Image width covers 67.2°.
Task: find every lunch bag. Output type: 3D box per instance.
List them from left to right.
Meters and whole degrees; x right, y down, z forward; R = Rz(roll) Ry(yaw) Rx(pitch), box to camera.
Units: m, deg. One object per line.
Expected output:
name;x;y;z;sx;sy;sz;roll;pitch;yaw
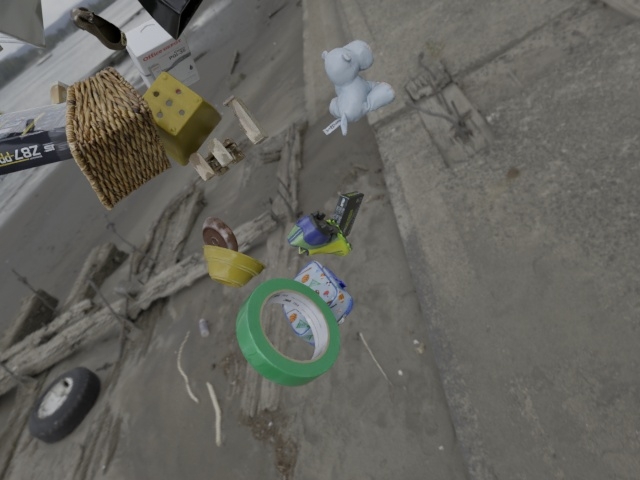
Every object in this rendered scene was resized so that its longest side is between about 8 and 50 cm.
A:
lunch bag;-0.012;0.217;1.727;0.243;0.115;0.303;-48;32;4

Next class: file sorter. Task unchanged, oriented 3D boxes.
file sorter;-0.729;-0.531;1.010;0.172;0.193;0.278;0;13;-8

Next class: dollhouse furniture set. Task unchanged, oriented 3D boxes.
dollhouse furniture set;-0.319;-0.333;1.583;0.242;0.161;0.212;-36;9;10

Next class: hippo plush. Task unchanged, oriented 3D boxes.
hippo plush;0.082;-0.530;1.616;0.294;0.237;0.234;-37;30;-20

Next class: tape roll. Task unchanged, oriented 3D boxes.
tape roll;-0.091;0.268;1.440;0.077;0.321;0.321;-47;22;40

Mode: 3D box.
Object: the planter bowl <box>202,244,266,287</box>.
planter bowl;-0.291;0.096;1.553;0.217;0.217;0.091;2;69;44

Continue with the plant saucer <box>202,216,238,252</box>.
plant saucer;-0.426;-0.002;1.996;0.198;0.199;0.036;-2;26;42

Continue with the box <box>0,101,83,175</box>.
box;-0.812;-0.300;1.365;0.318;0.097;0.395;-17;30;-8

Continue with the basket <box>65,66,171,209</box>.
basket;-0.566;-0.271;1.266;0.223;0.299;0.213;-41;74;-20

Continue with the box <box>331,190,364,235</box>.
box;0.096;-0.095;1.898;0.045;0.191;0.184;25;18;15

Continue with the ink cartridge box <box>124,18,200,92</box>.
ink cartridge box;-0.614;-0.706;1.880;0.207;0.283;0.117;-34;75;-11

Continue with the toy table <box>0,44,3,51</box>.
toy table;-1.252;-0.793;1.707;0.274;0.161;0.252;-48;-4;-4

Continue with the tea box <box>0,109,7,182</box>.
tea box;-1.324;-0.397;1.769;0.220;0.329;0.324;-44;50;7

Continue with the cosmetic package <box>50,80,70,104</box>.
cosmetic package;-0.959;-0.522;1.781;0.041;0.060;0.115;-9;84;19

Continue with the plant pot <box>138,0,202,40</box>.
plant pot;-0.438;-0.736;1.396;0.188;0.166;0.187;-63;17;-10

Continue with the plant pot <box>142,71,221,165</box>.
plant pot;-0.455;-0.391;1.489;0.212;0.212;0.187;-55;5;-8

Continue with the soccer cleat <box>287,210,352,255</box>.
soccer cleat;-0.001;-0.001;1.300;0.121;0.289;0.094;-35;69;11

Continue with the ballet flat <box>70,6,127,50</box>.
ballet flat;-0.692;-0.678;1.544;0.058;0.084;0.250;-7;-2;13
